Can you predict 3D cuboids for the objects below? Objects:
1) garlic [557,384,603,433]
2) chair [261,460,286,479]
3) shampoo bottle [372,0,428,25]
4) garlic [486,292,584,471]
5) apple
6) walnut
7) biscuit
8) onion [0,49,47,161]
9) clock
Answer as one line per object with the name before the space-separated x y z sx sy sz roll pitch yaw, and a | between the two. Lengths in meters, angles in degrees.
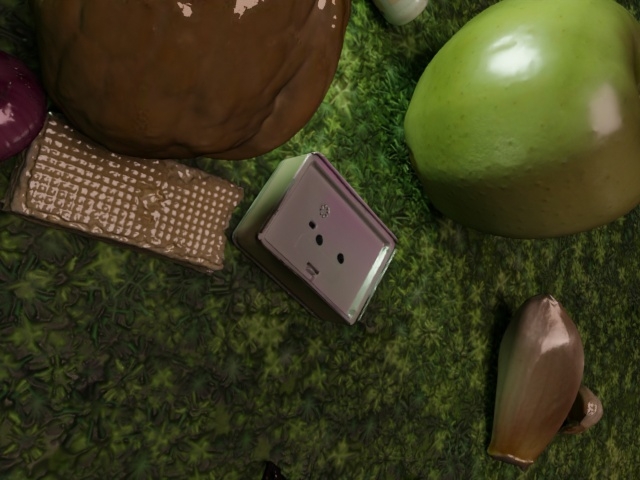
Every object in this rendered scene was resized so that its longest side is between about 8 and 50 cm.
garlic | 0.531 0.344 1.218 0.113 0.074 0.094 97 8 -48
chair | -0.106 0.358 0.692 0.212 0.101 0.084 -72 141 -64
shampoo bottle | 0.078 -0.397 0.843 0.192 0.074 0.074 46 62 -30
garlic | 0.380 0.252 1.068 0.143 0.112 0.318 12 88 -16
apple | 0.300 -0.177 0.861 0.357 0.357 0.357 0 89 -40
walnut | -0.117 -0.206 0.550 0.296 0.285 0.285 -44 118 -55
biscuit | -0.190 -0.044 0.623 0.239 0.061 0.108 21 76 -39
onion | -0.294 -0.111 0.515 0.115 0.104 0.115 4 60 -8
clock | 0.000 0.000 0.775 0.192 0.071 0.147 45 63 -30
